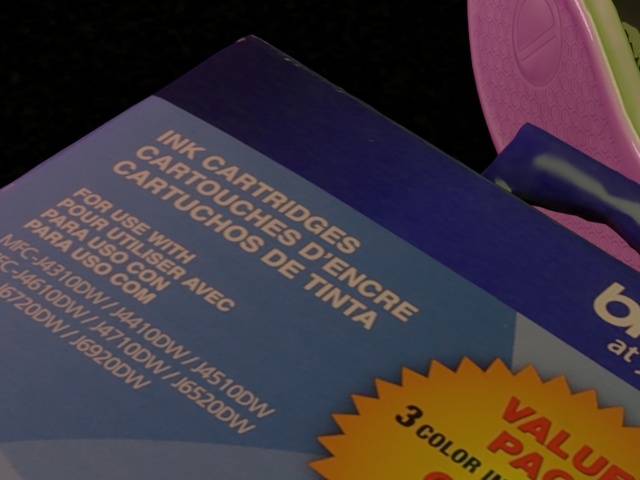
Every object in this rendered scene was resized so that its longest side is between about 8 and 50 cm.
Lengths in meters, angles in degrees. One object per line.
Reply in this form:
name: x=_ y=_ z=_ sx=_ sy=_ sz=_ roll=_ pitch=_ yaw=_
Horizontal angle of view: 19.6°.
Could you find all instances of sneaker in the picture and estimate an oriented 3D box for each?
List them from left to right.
sneaker: x=0.174 y=-0.042 z=0.784 sx=0.147 sy=0.104 sz=0.296 roll=-12 pitch=53 yaw=-23

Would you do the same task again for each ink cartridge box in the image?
ink cartridge box: x=-0.017 y=0.103 z=0.562 sx=0.270 sy=0.151 sz=0.395 roll=33 pitch=46 yaw=23
